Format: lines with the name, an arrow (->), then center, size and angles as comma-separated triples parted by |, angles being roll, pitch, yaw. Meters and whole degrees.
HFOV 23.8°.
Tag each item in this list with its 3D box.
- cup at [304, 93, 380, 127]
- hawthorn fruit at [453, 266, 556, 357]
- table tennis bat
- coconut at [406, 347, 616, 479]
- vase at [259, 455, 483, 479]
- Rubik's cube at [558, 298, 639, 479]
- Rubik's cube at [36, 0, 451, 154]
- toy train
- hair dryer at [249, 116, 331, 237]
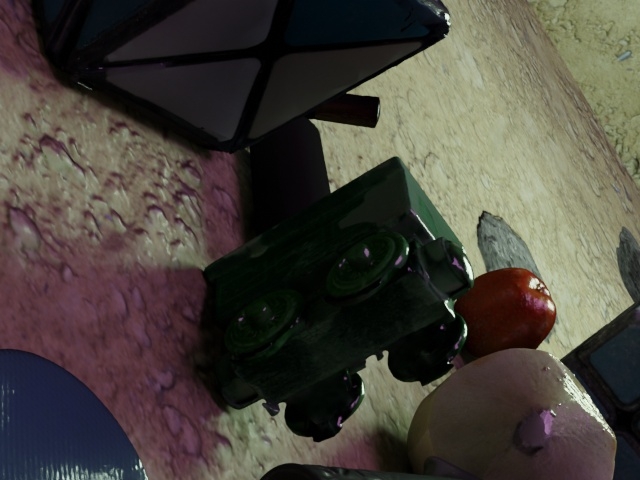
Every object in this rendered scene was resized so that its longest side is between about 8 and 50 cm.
cup -> 0.006, -0.257, 1.819 | 0.166, 0.177, 0.239 | 69, 7, -77
hawthorn fruit -> 0.257, 0.100, 2.083 | 0.133, 0.138, 0.133 | 43, 32, -36
table tennis bat -> -0.215, 0.163, 1.076 | 0.329, 0.044, 0.215 | 42, 32, -48
coconut -> 0.216, 0.234, 1.694 | 0.241, 0.241, 0.241 | 48, 26, -34
vase -> 0.061, 0.293, 1.427 | 0.301, 0.156, 0.251 | 25, 41, -49
Rubik's cube -> 0.409, 0.262, 1.956 | 0.305, 0.301, 0.304 | 51, 22, 8
Rubik's cube -> -0.091, -0.302, 1.511 | 0.310, 0.307, 0.305 | 28, 43, -54
toy train -> 0.020, 0.063, 1.424 | 0.145, 0.266, 0.202 | 53, 16, -26
hair dryer -> 0.000, 0.000, 1.718 | 0.251, 0.089, 0.197 | 54, 20, -46
